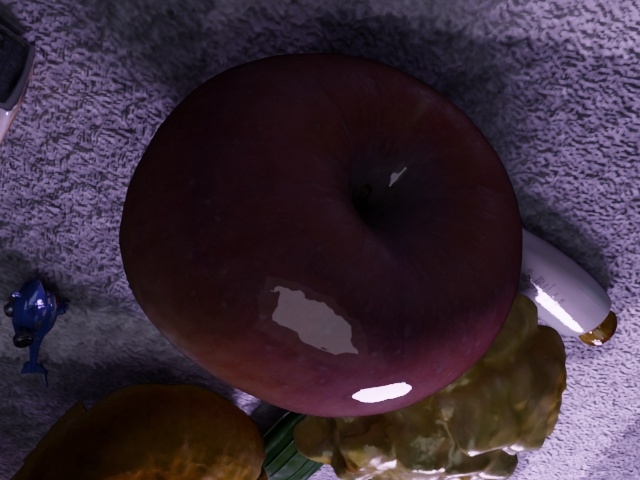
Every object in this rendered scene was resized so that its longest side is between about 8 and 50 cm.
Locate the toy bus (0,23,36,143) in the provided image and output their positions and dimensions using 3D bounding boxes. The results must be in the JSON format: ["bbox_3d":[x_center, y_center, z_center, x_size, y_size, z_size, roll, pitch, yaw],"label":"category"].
[{"bbox_3d":[-0.393,-0.167,0.595,0.343,0.097,0.138,22,136,-22],"label":"toy bus"}]

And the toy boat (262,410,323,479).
[{"bbox_3d":[-0.028,0.263,1.041,0.104,0.052,0.210,24,127,-19],"label":"toy boat"}]

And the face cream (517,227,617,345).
[{"bbox_3d":[0.245,0.050,0.843,0.072,0.051,0.182,-37,123,27],"label":"face cream"}]

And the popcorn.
[{"bbox_3d":[0.104,0.152,0.807,0.252,0.215,0.286,-16,158,-34],"label":"popcorn"}]

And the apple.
[{"bbox_3d":[0.000,0.000,0.639,0.306,0.305,0.235,19,154,-18],"label":"apple"}]

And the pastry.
[{"bbox_3d":[-0.212,0.334,0.941,0.356,0.164,0.355,-8,106,-30],"label":"pastry"}]

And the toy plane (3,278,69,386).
[{"bbox_3d":[-0.310,0.100,0.884,0.062,0.054,0.167,-8,139,-30],"label":"toy plane"}]
